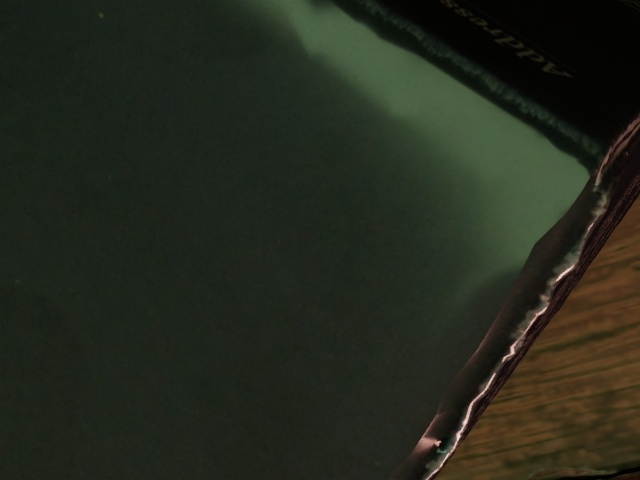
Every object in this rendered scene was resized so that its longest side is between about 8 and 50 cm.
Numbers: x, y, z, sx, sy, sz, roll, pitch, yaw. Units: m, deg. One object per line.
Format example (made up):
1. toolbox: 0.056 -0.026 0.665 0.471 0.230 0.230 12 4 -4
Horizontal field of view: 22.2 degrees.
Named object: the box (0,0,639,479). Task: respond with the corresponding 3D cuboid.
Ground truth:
1. box: -0.071 -0.116 0.800 0.480 0.472 0.297 34 116 9
